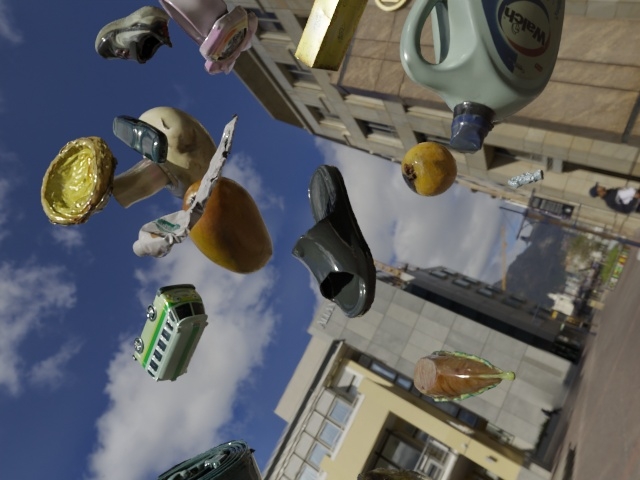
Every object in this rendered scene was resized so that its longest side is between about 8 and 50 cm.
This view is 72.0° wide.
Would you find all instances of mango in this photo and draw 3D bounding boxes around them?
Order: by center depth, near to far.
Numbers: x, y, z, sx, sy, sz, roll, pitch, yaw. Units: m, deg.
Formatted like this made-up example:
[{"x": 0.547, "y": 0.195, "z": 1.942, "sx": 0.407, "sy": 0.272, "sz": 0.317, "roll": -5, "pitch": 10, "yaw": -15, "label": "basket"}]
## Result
[{"x": -0.241, "y": -0.030, "z": 1.197, "sx": 0.317, "sy": 0.173, "sz": 0.211, "roll": 53, "pitch": -145, "yaw": -35, "label": "mango"}]

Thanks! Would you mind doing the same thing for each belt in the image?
[{"x": -0.235, "y": 0.476, "z": 0.804, "sx": 0.268, "sy": 0.206, "sz": 0.116, "roll": -19, "pitch": -96, "yaw": -30, "label": "belt"}]

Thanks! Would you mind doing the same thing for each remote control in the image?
[{"x": -0.413, "y": -0.237, "z": 1.010, "sx": 0.042, "sy": 0.222, "sz": 0.072, "roll": -12, "pitch": -56, "yaw": -47, "label": "remote control"}]

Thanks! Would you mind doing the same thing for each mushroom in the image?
[{"x": -0.475, "y": -0.255, "z": 1.413, "sx": 0.315, "sy": 0.356, "sz": 0.315, "roll": 40, "pitch": -146, "yaw": -35, "label": "mushroom"}]

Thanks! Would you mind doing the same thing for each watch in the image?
[{"x": -0.305, "y": -0.606, "z": 1.195, "sx": 0.211, "sy": 0.217, "sz": 0.248, "roll": -47, "pitch": 7, "yaw": 1, "label": "watch"}]

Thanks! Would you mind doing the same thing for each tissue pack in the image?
[{"x": 0.026, "y": -0.460, "z": 0.943, "sx": 0.095, "sy": 0.062, "sz": 0.176, "roll": -17, "pitch": -38, "yaw": -49, "label": "tissue pack"}]

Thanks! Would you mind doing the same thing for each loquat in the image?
[{"x": 0.295, "y": -0.194, "z": 1.204, "sx": 0.163, "sy": 0.137, "sz": 0.163, "roll": 0, "pitch": -89, "yaw": -20, "label": "loquat"}]

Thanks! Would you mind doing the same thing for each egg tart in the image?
[{"x": -0.673, "y": -0.163, "z": 1.248, "sx": 0.278, "sy": 0.279, "sz": 0.095, "roll": -65, "pitch": -29, "yaw": -4, "label": "egg tart"}]

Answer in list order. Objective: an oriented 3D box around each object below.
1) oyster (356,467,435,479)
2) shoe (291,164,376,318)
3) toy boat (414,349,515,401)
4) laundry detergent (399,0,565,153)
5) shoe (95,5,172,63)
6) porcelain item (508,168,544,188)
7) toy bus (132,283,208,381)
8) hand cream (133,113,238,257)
[{"x": 0.211, "y": 0.545, "z": 0.804, "sx": 0.271, "sy": 0.275, "sz": 0.100, "roll": -99, "pitch": 20, "yaw": -68, "label": "oyster"}, {"x": 0.000, "y": 0.000, "z": 0.622, "sx": 0.093, "sy": 0.241, "sz": 0.108, "roll": -3, "pitch": -30, "yaw": -21, "label": "shoe"}, {"x": 0.270, "y": 0.279, "z": 0.912, "sx": 0.293, "sy": 0.099, "sz": 0.108, "roll": 126, "pitch": 149, "yaw": -68, "label": "toy boat"}, {"x": 0.211, "y": -0.258, "z": 0.593, "sx": 0.215, "sy": 0.105, "sz": 0.280, "roll": 21, "pitch": -98, "yaw": -16, "label": "laundry detergent"}, {"x": -0.504, "y": -0.540, "z": 1.202, "sx": 0.228, "sy": 0.112, "sz": 0.099, "roll": -26, "pitch": -5, "yaw": 11, "label": "shoe"}, {"x": 0.509, "y": -0.153, "z": 1.094, "sx": 0.028, "sy": 0.083, "sz": 0.036, "roll": 52, "pitch": -134, "yaw": -22, "label": "porcelain item"}, {"x": -0.446, "y": 0.282, "z": 1.333, "sx": 0.134, "sy": 0.165, "sz": 0.276, "roll": -3, "pitch": -53, "yaw": -52, "label": "toy bus"}, {"x": -0.168, "y": -0.046, "z": 0.552, "sx": 0.050, "sy": 0.257, "sz": 0.084, "roll": 33, "pitch": -143, "yaw": -24, "label": "hand cream"}]
